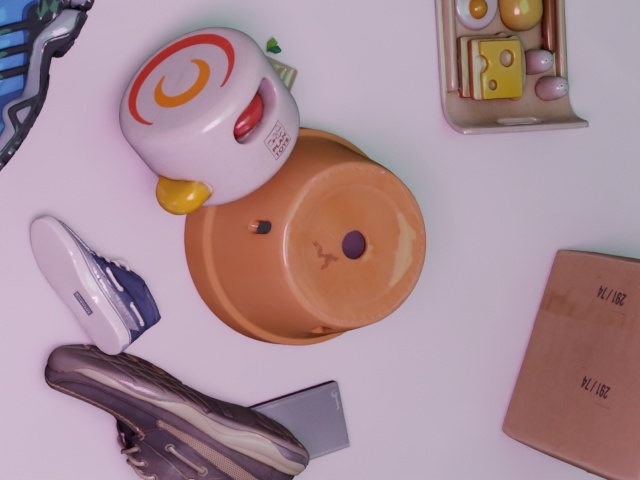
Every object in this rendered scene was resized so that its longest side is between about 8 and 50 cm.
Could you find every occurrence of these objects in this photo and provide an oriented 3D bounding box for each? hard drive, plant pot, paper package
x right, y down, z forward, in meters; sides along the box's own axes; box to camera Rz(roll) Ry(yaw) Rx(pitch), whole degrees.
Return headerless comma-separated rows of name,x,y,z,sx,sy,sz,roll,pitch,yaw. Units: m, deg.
hard drive,-0.031,0.251,1.697,0.135,0.022,0.094,-15,100,-25
plant pot,0.000,0.000,1.595,0.291,0.203,0.291,-2,95,-27
paper package,0.443,0.183,1.756,0.168,0.325,0.309,21,85,-25

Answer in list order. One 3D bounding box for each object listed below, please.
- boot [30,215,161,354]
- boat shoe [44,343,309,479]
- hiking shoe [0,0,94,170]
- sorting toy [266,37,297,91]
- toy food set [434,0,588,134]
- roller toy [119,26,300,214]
boot,-0.275,0.043,1.548,0.086,0.069,0.190,-38,101,-49
boat shoe,-0.184,0.244,1.561,0.355,0.132,0.130,27,92,-17
hiking shoe,-0.376,-0.196,1.460,0.132,0.113,0.304,27,73,-16
sorting toy,-0.062,-0.220,1.653,0.062,0.012,0.083,21,88,-21
toy food set,0.278,-0.304,1.769,0.220,0.092,0.306,-6,96,-26
roller toy,-0.128,-0.143,1.516,0.191,0.209,0.146,-27,134,10
